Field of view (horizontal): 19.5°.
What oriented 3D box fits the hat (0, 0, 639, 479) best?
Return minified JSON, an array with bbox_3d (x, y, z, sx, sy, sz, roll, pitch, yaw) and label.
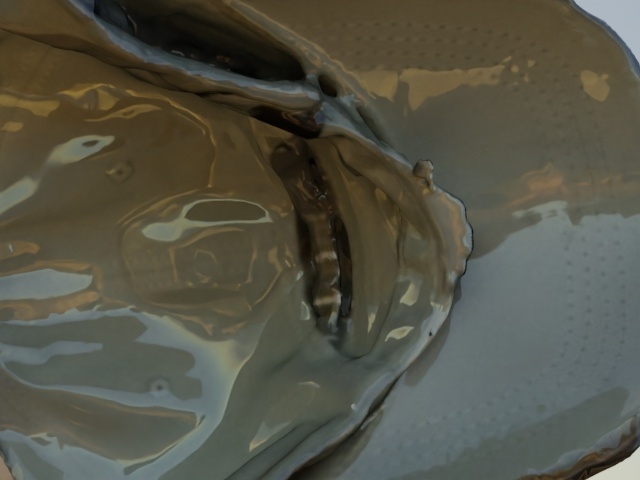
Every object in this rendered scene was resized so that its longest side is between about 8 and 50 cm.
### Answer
[{"bbox_3d":[-0.003,0.001,0.772,0.301,0.257,0.168,-10,3,-8],"label":"hat"}]
